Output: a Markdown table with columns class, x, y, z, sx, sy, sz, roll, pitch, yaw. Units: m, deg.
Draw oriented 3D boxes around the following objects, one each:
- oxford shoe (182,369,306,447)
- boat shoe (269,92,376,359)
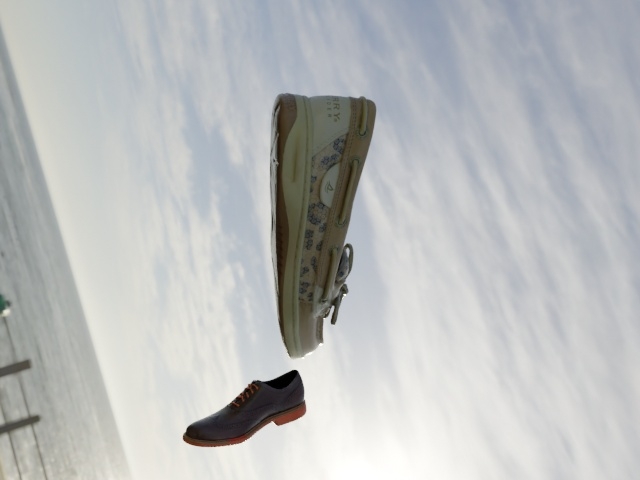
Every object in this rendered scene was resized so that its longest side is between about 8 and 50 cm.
| class | x | y | z | sx | sy | sz | roll | pitch | yaw |
| --- | --- | --- | --- | --- | --- | --- | --- | --- | --- |
| oxford shoe | -0.147 | 0.321 | 1.399 | 0.097 | 0.272 | 0.098 | 12 | -71 | 47 |
| boat shoe | 0.000 | 0.000 | 0.679 | 0.104 | 0.090 | 0.285 | -103 | -168 | -51 |
